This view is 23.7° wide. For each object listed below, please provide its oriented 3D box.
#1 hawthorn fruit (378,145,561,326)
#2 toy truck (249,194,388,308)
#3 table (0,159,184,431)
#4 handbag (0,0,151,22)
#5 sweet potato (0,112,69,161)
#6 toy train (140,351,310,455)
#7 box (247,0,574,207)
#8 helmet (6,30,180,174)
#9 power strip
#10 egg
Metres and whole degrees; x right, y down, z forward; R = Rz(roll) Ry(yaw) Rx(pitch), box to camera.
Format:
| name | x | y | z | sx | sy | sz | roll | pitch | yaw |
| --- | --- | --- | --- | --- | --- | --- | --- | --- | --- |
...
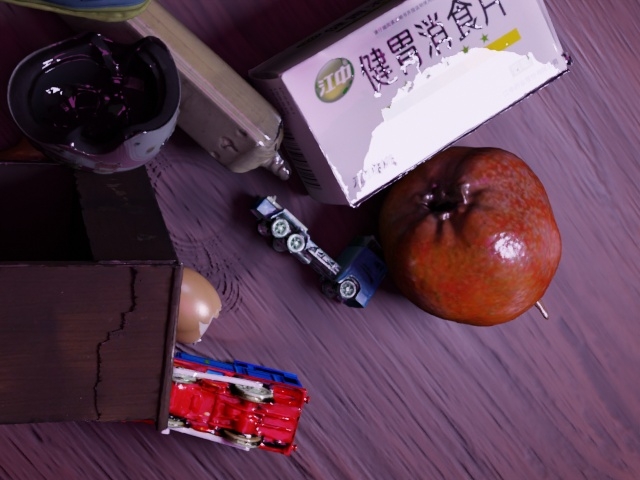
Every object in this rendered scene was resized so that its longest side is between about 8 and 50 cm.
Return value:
| name | x | y | z | sx | sy | sz | roll | pitch | yaw |
| --- | --- | --- | --- | --- | --- | --- | --- | --- | --- |
| hawthorn fruit | 0.190 | 0.013 | 1.773 | 0.210 | 0.210 | 0.262 | -52 | 135 | -7 |
| toy truck | 0.000 | 0.000 | 1.776 | 0.175 | 0.067 | 0.081 | 42 | 76 | -15 |
| table | -0.306 | 0.052 | 1.552 | 0.282 | 0.251 | 0.196 | 0 | 118 | -18 |
| handbag | -0.263 | -0.353 | 1.460 | 0.263 | 0.241 | 0.222 | 9 | 68 | -1 |
| sweet potato | -0.306 | -0.105 | 1.659 | 0.065 | 0.051 | 0.218 | 43 | 81 | 4 |
| toy train | -0.121 | 0.180 | 1.725 | 0.204 | 0.131 | 0.083 | 14 | 97 | -9 |
| box | 0.105 | -0.196 | 1.744 | 0.332 | 0.145 | 0.173 | -32 | 107 | -12 |
| helmet | -0.230 | -0.133 | 1.600 | 0.176 | 0.107 | 0.153 | 3 | 59 | 7 |
| power strip | -0.171 | -0.201 | 1.657 | 0.387 | 0.092 | 0.066 | 43 | 53 | -12 |
| egg | -0.161 | 0.070 | 1.717 | 0.096 | 0.080 | 0.080 | 34 | 85 | -12 |
